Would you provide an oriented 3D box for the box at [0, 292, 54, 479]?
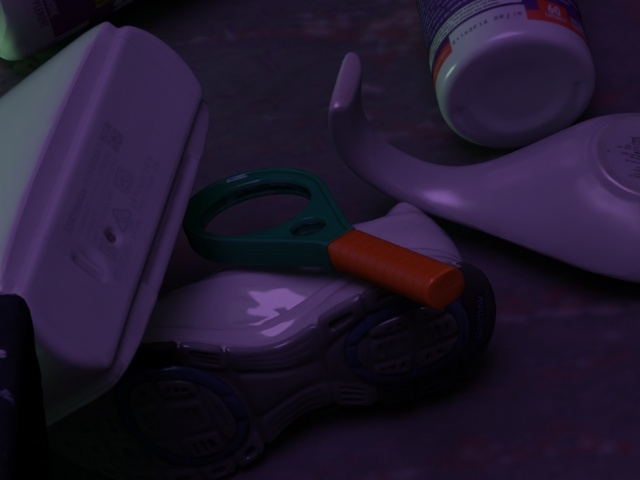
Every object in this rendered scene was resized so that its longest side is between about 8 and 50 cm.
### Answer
[{"bbox_3d":[-0.355,0.272,0.822,0.479,0.297,0.472,-4,27,-4],"label":"box"}]

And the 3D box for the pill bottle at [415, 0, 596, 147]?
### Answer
[{"bbox_3d":[0.120,-0.167,1.330,0.108,0.108,0.193,-12,49,4],"label":"pill bottle"}]

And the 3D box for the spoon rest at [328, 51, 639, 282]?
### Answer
[{"bbox_3d":[0.138,-0.044,1.234,0.276,0.084,0.137,16,49,2],"label":"spoon rest"}]

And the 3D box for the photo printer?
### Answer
[{"bbox_3d":[-0.217,0.030,1.174,0.307,0.107,0.256,-31,31,38],"label":"photo printer"}]

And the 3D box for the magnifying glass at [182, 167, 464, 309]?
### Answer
[{"bbox_3d":[0.000,0.000,1.165,0.092,0.026,0.231,-30,30,-29],"label":"magnifying glass"}]

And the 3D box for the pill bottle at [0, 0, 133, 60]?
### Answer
[{"bbox_3d":[-0.145,-0.274,1.452,0.301,0.169,0.169,-30,50,-11],"label":"pill bottle"}]

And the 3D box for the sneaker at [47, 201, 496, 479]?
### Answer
[{"bbox_3d":[-0.043,0.062,1.202,0.297,0.111,0.129,-15,32,-3],"label":"sneaker"}]
